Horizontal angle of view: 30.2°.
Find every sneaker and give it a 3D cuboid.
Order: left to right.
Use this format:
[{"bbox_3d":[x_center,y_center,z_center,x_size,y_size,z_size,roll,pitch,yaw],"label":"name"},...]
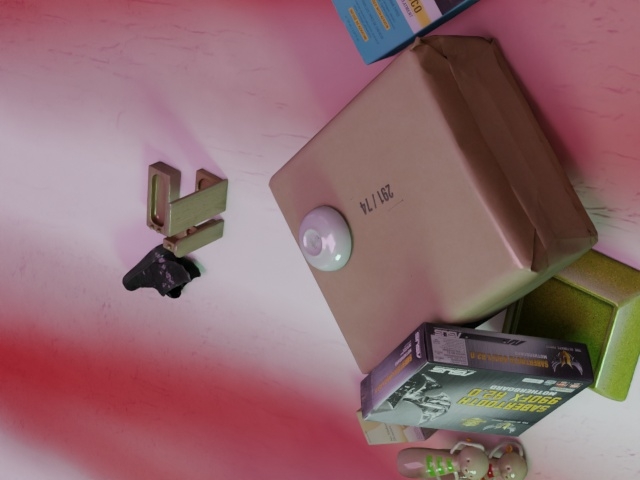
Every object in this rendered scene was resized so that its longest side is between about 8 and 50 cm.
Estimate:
[{"bbox_3d":[-0.269,0.067,1.997,0.170,0.051,0.089,-42,76,41],"label":"sneaker"}]

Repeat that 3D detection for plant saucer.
[{"bbox_3d":[0.312,0.098,1.496,0.188,0.045,0.188,28,126,30],"label":"plant saucer"}]

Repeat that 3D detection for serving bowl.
[{"bbox_3d":[0.000,0.000,1.479,0.083,0.027,0.083,14,110,43],"label":"serving bowl"}]

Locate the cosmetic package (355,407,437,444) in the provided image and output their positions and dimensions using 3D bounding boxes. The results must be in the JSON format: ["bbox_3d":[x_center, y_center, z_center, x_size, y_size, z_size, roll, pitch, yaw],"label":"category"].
[{"bbox_3d":[0.113,0.266,1.758,0.115,0.041,0.060,-16,99,45],"label":"cosmetic package"}]

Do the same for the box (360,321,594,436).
[{"bbox_3d":[0.189,0.176,1.464,0.183,0.231,0.056,128,145,-51],"label":"box"}]

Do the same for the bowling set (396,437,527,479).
[{"bbox_3d":[0.193,0.343,1.611,0.154,0.200,0.287,-5,113,24],"label":"bowling set"}]

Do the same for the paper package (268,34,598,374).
[{"bbox_3d":[0.132,-0.038,1.472,0.325,0.168,0.310,-39,71,44],"label":"paper package"}]

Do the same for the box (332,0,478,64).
[{"bbox_3d":[0.129,-0.313,1.450,0.244,0.060,0.101,-28,91,46],"label":"box"}]

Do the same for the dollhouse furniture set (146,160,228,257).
[{"bbox_3d":[-0.247,-0.042,1.872,0.151,0.123,0.144,27,126,30],"label":"dollhouse furniture set"}]
